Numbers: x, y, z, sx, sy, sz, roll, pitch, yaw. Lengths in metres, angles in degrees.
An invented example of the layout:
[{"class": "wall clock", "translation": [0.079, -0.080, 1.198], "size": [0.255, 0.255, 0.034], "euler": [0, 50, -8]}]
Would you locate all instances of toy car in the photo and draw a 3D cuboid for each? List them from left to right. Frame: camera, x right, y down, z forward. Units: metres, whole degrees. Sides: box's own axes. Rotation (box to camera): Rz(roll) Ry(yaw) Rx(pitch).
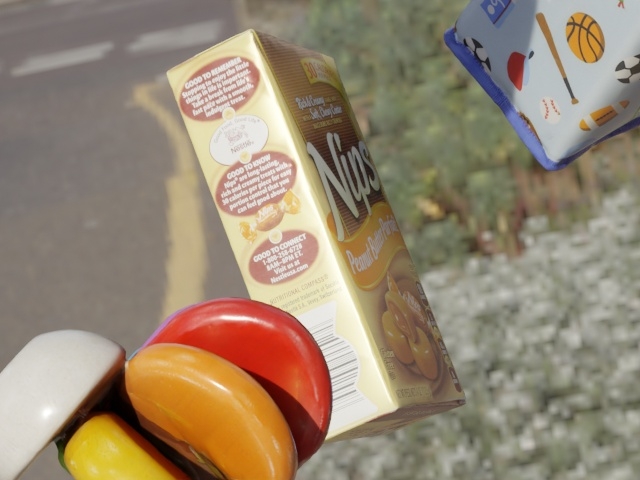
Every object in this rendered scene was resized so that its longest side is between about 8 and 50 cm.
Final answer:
[{"class": "toy car", "translation": [-0.056, 0.085, 0.857], "size": [0.136, 0.159, 0.182], "euler": [-50, 2, -10]}]

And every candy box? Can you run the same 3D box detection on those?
[{"class": "candy box", "translation": [0.000, 0.000, 1.564], "size": [0.087, 0.316, 0.183], "euler": [-24, -10, 18]}]

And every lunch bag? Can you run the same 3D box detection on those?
[{"class": "lunch bag", "translation": [0.363, -0.295, 2.002], "size": [0.385, 0.239, 0.328], "euler": [-24, -19, -32]}]
